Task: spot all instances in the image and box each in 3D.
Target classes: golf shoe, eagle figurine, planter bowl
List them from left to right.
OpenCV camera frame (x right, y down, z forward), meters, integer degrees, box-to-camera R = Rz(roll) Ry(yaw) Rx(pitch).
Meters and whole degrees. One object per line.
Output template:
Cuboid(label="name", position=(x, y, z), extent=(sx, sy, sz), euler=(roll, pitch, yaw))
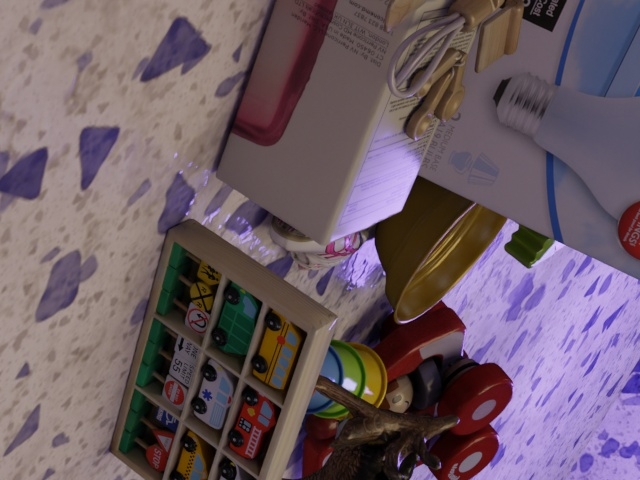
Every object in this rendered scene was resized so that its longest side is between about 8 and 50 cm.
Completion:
Cuboid(label="golf shoe", position=(0.000, 0.000, 1.481), extent=(0.186, 0.067, 0.086), euler=(-8, 129, -63))
Cuboid(label="eagle figurine", position=(0.018, 0.272, 1.584), extent=(0.298, 0.226, 0.225), euler=(-52, 170, 35))
Cuboid(label="planter bowl", position=(0.126, -0.015, 1.686), extent=(0.217, 0.090, 0.217), euler=(-43, 162, -17))

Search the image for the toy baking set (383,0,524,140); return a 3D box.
Cuboid(label="toy baking set", position=(0.124, -0.178, 1.202), extent=(0.197, 0.030, 0.256), euler=(-55, 159, -6))

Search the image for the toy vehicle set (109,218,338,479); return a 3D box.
Cuboid(label="toy vehicle set", position=(-0.093, 0.133, 1.330), extent=(0.035, 0.166, 0.267), euler=(-30, 145, -50))

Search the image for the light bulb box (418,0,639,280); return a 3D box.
Cuboid(label="light bulb box", position=(0.334, -0.172, 1.507), extent=(0.358, 0.361, 0.225), euler=(-68, 173, 25))

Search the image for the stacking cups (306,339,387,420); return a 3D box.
Cuboid(label="stacking cups", position=(-0.027, 0.139, 1.611), extent=(0.096, 0.096, 0.316), euler=(-59, 154, 4))

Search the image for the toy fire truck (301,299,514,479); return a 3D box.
Cuboid(label="toy fire truck", position=(0.090, 0.222, 1.889), extent=(0.254, 0.169, 0.302), euler=(-26, 146, -22))

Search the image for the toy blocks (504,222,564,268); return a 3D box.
Cuboid(label="toy blocks", position=(0.384, -0.165, 1.934), extent=(0.381, 0.191, 0.261), euler=(-30, 141, -24))

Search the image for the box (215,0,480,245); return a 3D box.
Cuboid(label="box", position=(0.028, -0.136, 1.272), extent=(0.148, 0.127, 0.232), euler=(-24, 141, -56))
